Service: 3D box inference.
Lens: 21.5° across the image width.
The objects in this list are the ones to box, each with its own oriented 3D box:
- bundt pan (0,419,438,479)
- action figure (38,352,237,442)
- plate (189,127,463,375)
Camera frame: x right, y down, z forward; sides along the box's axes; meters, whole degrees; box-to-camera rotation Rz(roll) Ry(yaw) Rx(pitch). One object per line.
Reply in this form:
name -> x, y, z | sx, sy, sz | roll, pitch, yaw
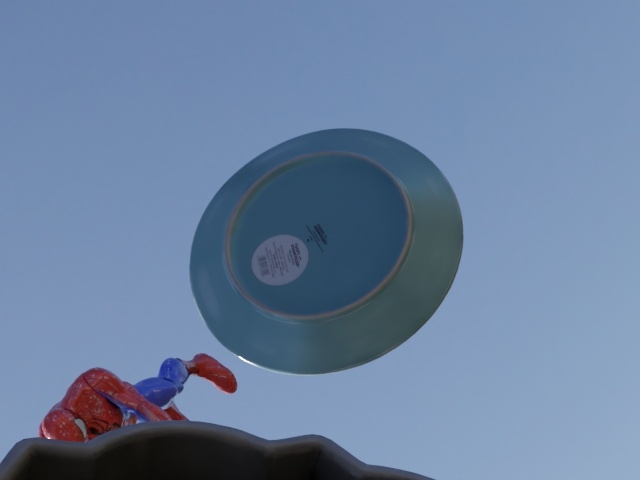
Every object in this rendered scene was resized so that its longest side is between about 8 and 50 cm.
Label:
bundt pan -> -0.027, 0.215, 0.606 | 0.331, 0.331, 0.124 | -29, -39, -50
action figure -> -0.125, 0.159, 1.335 | 0.091, 0.139, 0.280 | -50, -17, 12
plate -> 0.000, 0.000, 1.108 | 0.188, 0.188, 0.024 | -55, -29, -18
